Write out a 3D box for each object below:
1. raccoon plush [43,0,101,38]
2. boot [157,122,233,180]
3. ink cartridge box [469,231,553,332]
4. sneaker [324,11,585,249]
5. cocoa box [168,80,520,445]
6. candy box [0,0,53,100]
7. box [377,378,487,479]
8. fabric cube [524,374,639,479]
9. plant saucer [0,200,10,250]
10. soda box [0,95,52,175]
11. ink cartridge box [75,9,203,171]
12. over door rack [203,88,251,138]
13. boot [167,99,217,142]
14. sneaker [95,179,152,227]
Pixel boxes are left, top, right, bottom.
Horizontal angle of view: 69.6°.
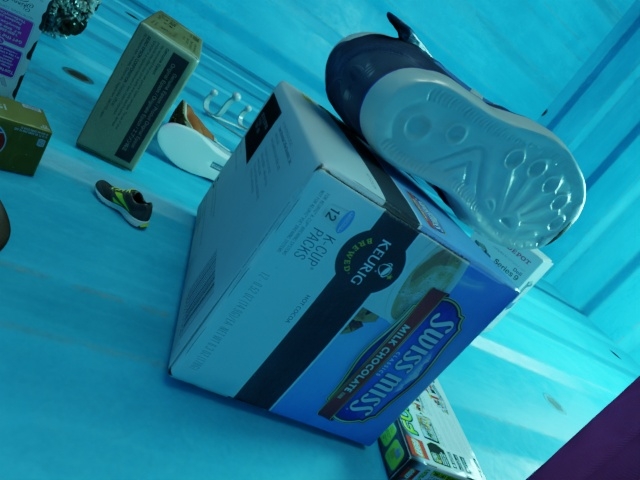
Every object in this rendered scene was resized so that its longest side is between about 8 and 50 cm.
[{"bbox_3d":[-0.629,-0.511,0.830,0.447,0.216,0.299,11,11,26],"label":"raccoon plush"},{"bbox_3d":[-0.206,-0.151,0.823,0.190,0.069,0.086,33,10,-34],"label":"boot"},{"bbox_3d":[0.373,0.076,1.019,0.093,0.212,0.154,9,32,-52],"label":"ink cartridge box"},{"bbox_3d":[0.147,-0.133,0.550,0.323,0.130,0.236,23,27,-29],"label":"sneaker"},{"bbox_3d":[0.000,0.000,0.535,0.228,0.231,0.347,30,19,-23],"label":"cocoa box"},{"bbox_3d":[-0.371,-0.258,0.519,0.071,0.233,0.159,14,28,-47],"label":"candy box"},{"bbox_3d":[0.108,0.198,0.552,0.114,0.036,0.207,28,20,-20],"label":"box"},{"bbox_3d":[0.325,0.286,0.371,0.254,0.258,0.259,44,20,21],"label":"fabric cube"},{"bbox_3d":[-0.340,-0.038,0.366,0.168,0.029,0.168,32,18,-12],"label":"plant saucer"},{"bbox_3d":[-0.377,-0.124,0.454,0.181,0.061,0.058,13,29,-49],"label":"soda box"},{"bbox_3d":[-0.268,-0.240,0.713,0.088,0.193,0.234,29,20,-26],"label":"ink cartridge box"},{"bbox_3d":[-0.122,-0.255,1.133,0.240,0.108,0.324,14,28,-45],"label":"over door rack"},{"bbox_3d":[-0.250,-0.215,0.907,0.085,0.059,0.158,23,31,-41],"label":"boot"},{"bbox_3d":[-0.236,-0.052,0.562,0.083,0.035,0.031,37,18,5],"label":"sneaker"}]
